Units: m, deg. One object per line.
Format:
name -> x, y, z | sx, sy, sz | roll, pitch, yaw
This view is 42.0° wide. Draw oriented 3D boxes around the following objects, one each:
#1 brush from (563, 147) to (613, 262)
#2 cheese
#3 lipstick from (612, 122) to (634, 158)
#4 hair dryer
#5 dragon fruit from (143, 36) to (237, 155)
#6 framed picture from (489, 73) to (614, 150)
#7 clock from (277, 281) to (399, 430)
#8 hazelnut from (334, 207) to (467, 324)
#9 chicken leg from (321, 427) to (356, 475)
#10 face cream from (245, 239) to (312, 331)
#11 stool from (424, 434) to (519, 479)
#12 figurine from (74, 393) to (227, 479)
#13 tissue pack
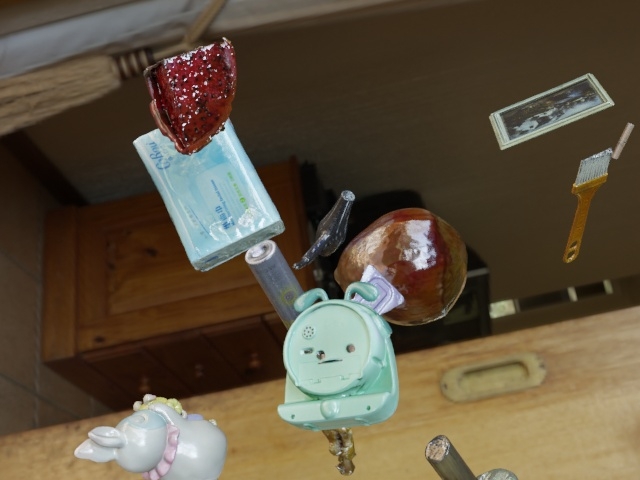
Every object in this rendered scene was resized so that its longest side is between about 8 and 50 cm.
brush -> 0.565, -0.063, 1.802 | 0.017, 0.090, 0.314 | 53, -24, 41
cheese -> 0.059, 0.140, 1.467 | 0.105, 0.191, 0.042 | 46, -15, -5
lipstick -> 0.759, -0.250, 2.095 | 0.019, 0.019, 0.094 | -84, -166, -71
hair dryer -> 0.000, 0.000, 1.957 | 0.219, 0.075, 0.195 | -48, 167, -45
dragon fruit -> -0.188, -0.214, 1.265 | 0.120, 0.127, 0.161 | -170, -114, -69
framed picture -> 0.589, -0.341, 2.169 | 0.019, 0.296, 0.232 | 61, 15, -26
clock -> 0.017, 0.142, 1.053 | 0.060, 0.148, 0.189 | 43, 38, -56
hazelnut -> 0.247, 0.085, 2.529 | 0.421, 0.420, 0.353 | -66, 137, -80
chicken leg -> 0.044, 0.390, 1.691 | 0.085, 0.101, 0.208 | -33, 118, -41
face cream -> -0.071, 0.121, 1.789 | 0.073, 0.073, 0.283 | -95, 162, -51
stool -> 0.236, 0.574, 1.574 | 0.226, 0.310, 0.310 | 40, 20, -31
figurine -> -0.277, 0.323, 1.373 | 0.235, 0.127, 0.155 | 28, 41, -26
tissue pack -> -0.199, -0.098, 1.488 | 0.263, 0.177, 0.089 | 62, -6, 18
